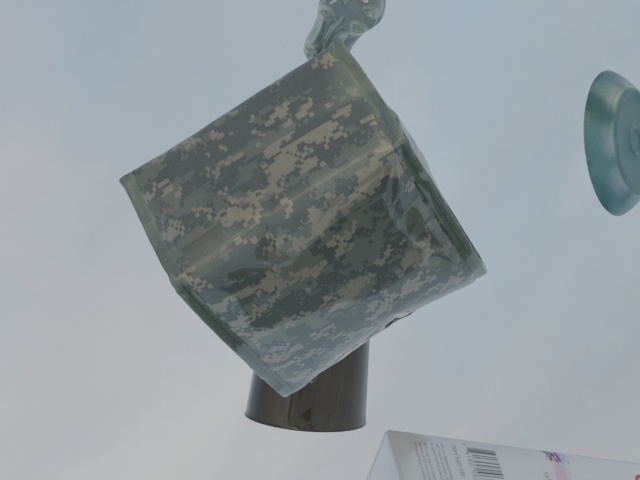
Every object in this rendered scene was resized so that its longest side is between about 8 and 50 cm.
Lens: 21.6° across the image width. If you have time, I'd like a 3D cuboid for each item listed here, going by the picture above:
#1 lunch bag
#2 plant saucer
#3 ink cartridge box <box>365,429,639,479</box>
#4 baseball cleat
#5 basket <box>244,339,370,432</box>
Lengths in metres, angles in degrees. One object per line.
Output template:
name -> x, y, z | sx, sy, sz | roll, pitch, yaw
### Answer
lunch bag -> 0.000, 0.000, 1.496 | 0.235, 0.169, 0.287 | -32, -39, 2
plant saucer -> 0.247, -0.080, 1.362 | 0.021, 0.119, 0.119 | -4, 2, 32
ink cartridge box -> 0.171, 0.315, 1.468 | 0.270, 0.198, 0.197 | 9, -57, -16
baseball cleat -> 0.035, -0.275, 1.953 | 0.109, 0.072, 0.206 | -61, 9, -26
basket -> -0.007, 0.118, 2.155 | 0.204, 0.154, 0.227 | -8, -75, -74
